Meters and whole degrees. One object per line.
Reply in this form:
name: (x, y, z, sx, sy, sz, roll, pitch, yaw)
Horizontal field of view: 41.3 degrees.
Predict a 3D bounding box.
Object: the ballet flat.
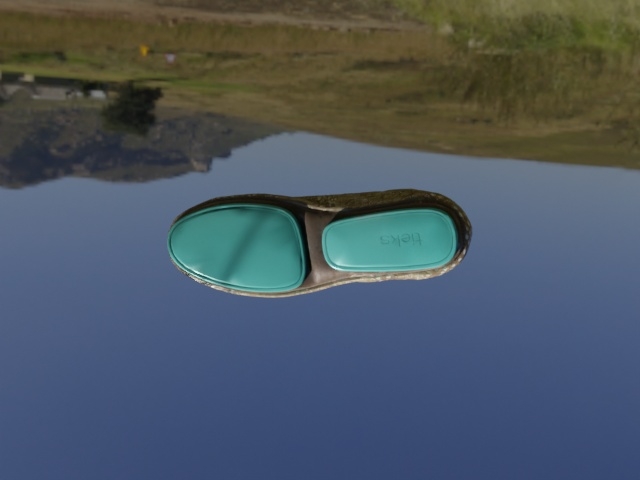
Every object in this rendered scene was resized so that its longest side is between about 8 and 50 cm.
ballet flat: (0.000, 0.000, 0.576, 0.206, 0.073, 0.067, 1, -171, 16)
